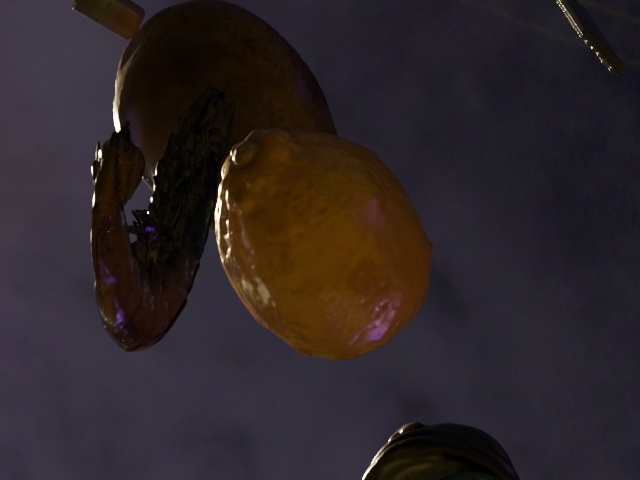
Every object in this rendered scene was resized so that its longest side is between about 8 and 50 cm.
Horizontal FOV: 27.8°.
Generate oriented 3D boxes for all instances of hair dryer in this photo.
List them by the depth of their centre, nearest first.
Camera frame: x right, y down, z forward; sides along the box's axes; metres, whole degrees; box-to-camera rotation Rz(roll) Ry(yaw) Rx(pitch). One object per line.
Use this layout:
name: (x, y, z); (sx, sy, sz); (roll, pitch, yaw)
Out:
hair dryer: (-0.212, -0.243, 1.294); (0.063, 0.114, 0.037); (30, -72, -23)

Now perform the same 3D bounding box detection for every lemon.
lemon: (0.000, 0.000, 0.728); (0.114, 0.114, 0.155); (-21, -57, 21)

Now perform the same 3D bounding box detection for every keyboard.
keyboard: (0.239, -0.198, 1.178); (0.014, 0.176, 0.055); (-41, -69, 17)

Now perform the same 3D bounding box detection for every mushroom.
mushroom: (-0.103, -0.110, 1.412); (0.263, 0.195, 0.283); (5, -31, 25)

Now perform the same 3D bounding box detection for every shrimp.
shrimp: (-0.145, -0.050, 1.163); (0.054, 0.290, 0.222); (8, -31, 17)

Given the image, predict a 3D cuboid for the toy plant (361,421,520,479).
toy plant: (0.126, 0.287, 1.338); (0.218, 0.235, 0.175); (-34, -83, 26)
